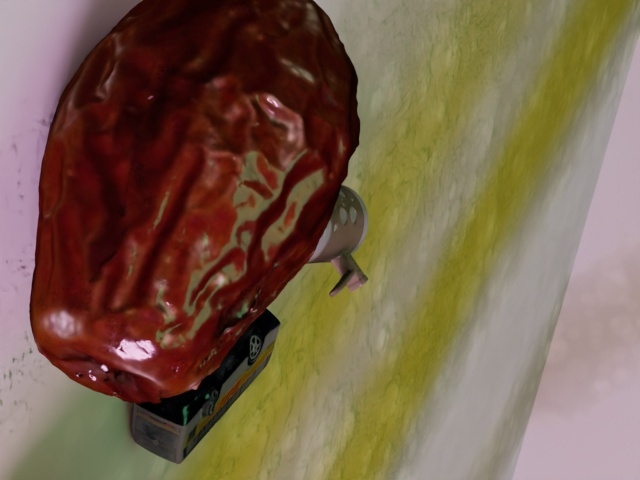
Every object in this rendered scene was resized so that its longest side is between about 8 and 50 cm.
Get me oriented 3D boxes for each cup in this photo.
[{"bbox_3d":[-0.007,0.000,1.370,0.099,0.074,0.102,-5,89,-66],"label":"cup"}]

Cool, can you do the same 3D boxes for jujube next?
[{"bbox_3d":[-0.081,-0.038,0.994,0.197,0.197,0.290,67,43,-60],"label":"jujube"}]

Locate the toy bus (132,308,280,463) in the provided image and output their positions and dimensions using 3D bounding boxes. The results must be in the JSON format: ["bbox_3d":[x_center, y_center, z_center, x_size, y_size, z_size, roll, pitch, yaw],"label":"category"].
[{"bbox_3d":[-0.094,0.114,1.270,0.172,0.057,0.072,-47,156,-51],"label":"toy bus"}]
